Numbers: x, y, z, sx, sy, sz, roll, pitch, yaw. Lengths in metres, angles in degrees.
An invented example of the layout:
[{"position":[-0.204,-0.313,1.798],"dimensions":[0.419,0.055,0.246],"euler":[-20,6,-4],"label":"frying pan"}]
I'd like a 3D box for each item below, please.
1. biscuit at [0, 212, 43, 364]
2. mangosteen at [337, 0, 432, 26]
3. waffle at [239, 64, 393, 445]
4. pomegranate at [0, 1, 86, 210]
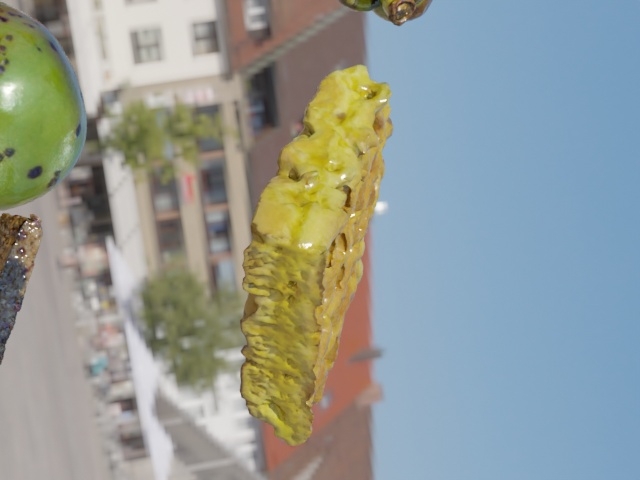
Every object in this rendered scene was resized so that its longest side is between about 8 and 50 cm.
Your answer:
[{"position":[-0.309,0.068,1.478],"dimensions":[0.064,0.034,0.199],"euler":[8,-103,57],"label":"biscuit"},{"position":[0.060,-0.283,1.581],"dimensions":[0.146,0.156,0.181],"euler":[-10,-126,48],"label":"mangosteen"},{"position":[0.001,0.000,1.060],"dimensions":[0.229,0.057,0.219],"euler":[95,11,-49],"label":"waffle"},{"position":[-0.379,-0.129,1.560],"dimensions":[0.231,0.286,0.230],"euler":[168,-90,-73],"label":"pomegranate"}]
